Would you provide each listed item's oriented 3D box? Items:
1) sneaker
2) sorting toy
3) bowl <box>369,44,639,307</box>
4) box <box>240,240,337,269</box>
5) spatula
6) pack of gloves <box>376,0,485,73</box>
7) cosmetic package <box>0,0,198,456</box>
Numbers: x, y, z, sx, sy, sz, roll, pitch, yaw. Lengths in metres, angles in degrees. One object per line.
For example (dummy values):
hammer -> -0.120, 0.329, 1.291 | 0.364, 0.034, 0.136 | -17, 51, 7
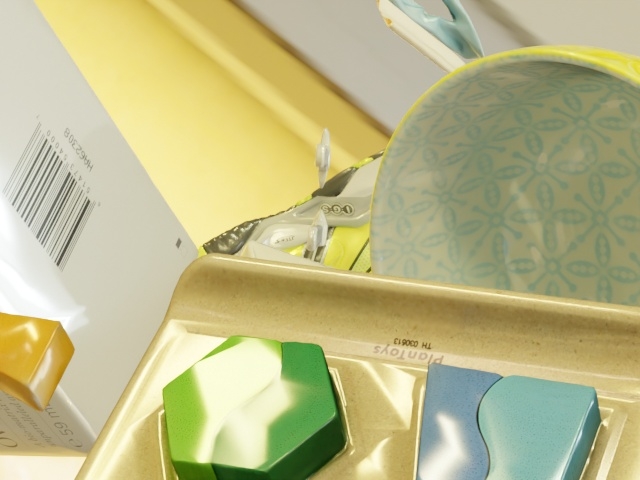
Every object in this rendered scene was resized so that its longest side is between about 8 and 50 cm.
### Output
sneaker -> -0.024, 0.049, 1.699 | 0.147, 0.385, 0.145 | 61, 2, 7
sorting toy -> -0.041, 0.096, 0.651 | 0.307, 0.229, 0.041 | 7, -38, 23
bowl -> 0.189, 0.007, 1.164 | 0.289, 0.156, 0.289 | 17, -63, 37
box -> -0.022, 0.143, 0.990 | 0.127, 0.232, 0.148 | 19, 23, -23
spatula -> 0.000, 0.000, 1.395 | 0.019, 0.168, 0.242 | 7, 3, 0
pack of gloves -> 0.145, -0.157, 1.613 | 0.232, 0.046, 0.195 | 36, 14, -18
cosmetic package -> -0.220, -0.011, 0.910 | 0.225, 0.138, 0.224 | -2, -42, 30
